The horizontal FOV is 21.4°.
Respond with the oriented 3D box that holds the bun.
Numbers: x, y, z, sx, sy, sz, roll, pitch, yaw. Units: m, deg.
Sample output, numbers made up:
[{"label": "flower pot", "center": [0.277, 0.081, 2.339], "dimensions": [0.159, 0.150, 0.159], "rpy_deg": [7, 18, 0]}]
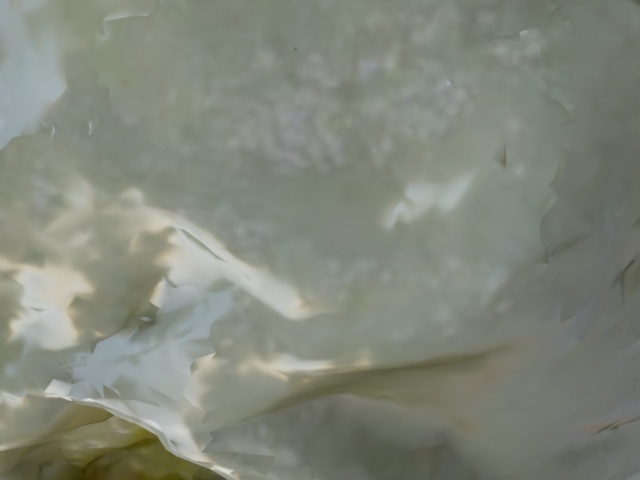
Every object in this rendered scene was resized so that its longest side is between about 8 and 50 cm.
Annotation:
[{"label": "bun", "center": [0.000, 0.000, 0.531], "dimensions": [0.365, 0.365, 0.219], "rpy_deg": [65, -163, -59]}]
